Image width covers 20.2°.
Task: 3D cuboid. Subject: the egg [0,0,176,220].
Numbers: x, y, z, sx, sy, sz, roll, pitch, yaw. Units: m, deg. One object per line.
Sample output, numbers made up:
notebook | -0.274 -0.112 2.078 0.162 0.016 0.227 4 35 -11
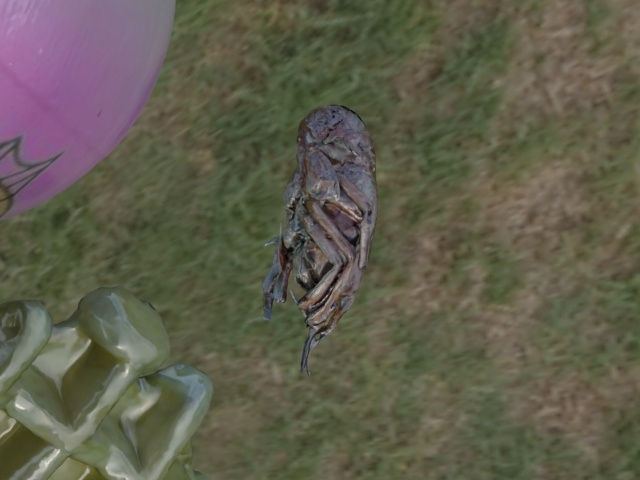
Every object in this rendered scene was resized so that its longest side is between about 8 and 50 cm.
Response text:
egg | -0.151 -0.103 0.600 0.196 0.271 0.196 -5 69 14

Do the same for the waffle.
waffle | -0.183 0.145 0.778 0.292 0.056 0.309 -4 126 -19

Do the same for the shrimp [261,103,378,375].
shrimp | 0.001 0.000 1.253 0.073 0.075 0.190 8 94 -9
